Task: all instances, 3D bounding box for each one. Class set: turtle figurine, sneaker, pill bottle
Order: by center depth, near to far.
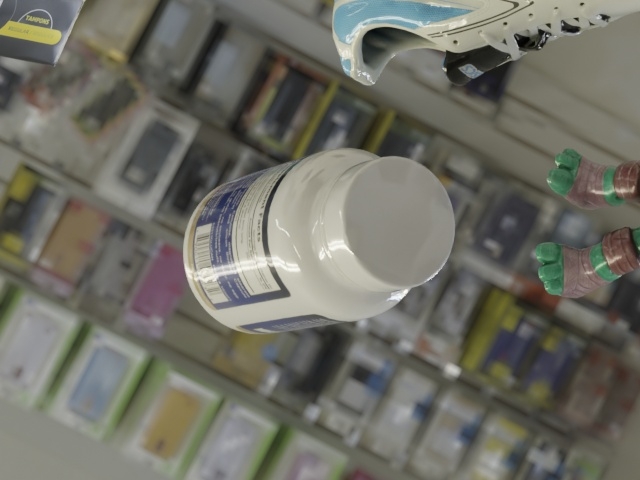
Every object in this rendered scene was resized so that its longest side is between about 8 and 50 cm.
[{"bbox_3d":[0.000,0.000,1.046,0.094,0.094,0.169,28,161,-24],"label":"pill bottle"},{"bbox_3d":[0.118,-0.137,1.124,0.237,0.086,0.085,-4,173,28],"label":"sneaker"},{"bbox_3d":[0.259,-0.034,1.295,0.234,0.175,0.118,-19,122,43],"label":"turtle figurine"}]

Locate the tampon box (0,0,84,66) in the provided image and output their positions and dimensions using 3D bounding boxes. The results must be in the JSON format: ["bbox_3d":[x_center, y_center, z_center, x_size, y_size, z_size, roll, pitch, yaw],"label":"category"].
[{"bbox_3d":[-0.259,-0.212,1.369,0.120,0.101,0.161,6,-153,-49],"label":"tampon box"}]
